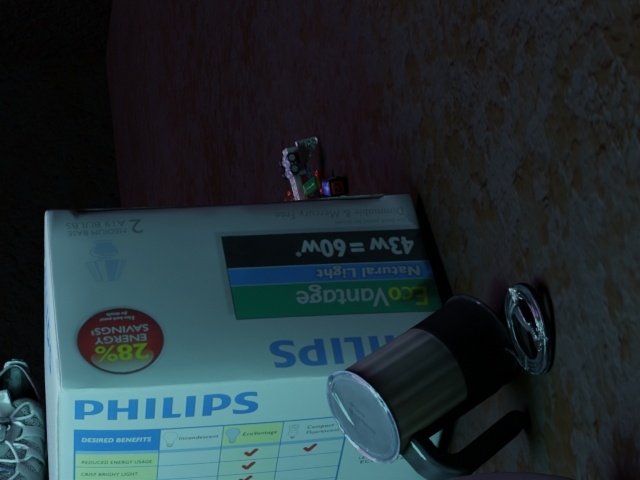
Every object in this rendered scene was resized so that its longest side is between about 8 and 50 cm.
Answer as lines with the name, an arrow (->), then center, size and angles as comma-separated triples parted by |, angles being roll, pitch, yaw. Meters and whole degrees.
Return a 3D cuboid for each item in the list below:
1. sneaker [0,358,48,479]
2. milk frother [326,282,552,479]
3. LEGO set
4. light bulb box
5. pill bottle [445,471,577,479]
sneaker -> -0.331, 0.212, 1.683 | 0.281, 0.105, 0.115 | -115, 24, -70
milk frother -> 0.098, 0.099, 1.275 | 0.129, 0.135, 0.143 | 39, 143, 30
LEGO set -> 0.000, 0.000, 1.947 | 0.182, 0.060, 0.244 | -126, 31, -45
light bulb box -> -0.083, 0.159, 1.584 | 0.361, 0.358, 0.225 | 99, 164, -46
pill bottle -> 0.127, 0.339, 1.097 | 0.188, 0.188, 0.333 | -124, 32, -66
